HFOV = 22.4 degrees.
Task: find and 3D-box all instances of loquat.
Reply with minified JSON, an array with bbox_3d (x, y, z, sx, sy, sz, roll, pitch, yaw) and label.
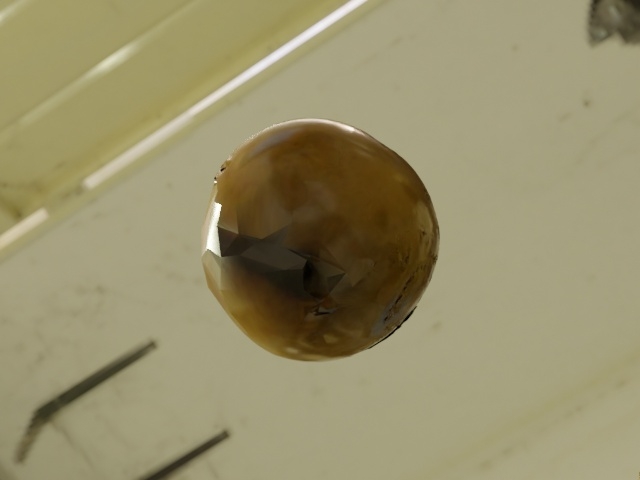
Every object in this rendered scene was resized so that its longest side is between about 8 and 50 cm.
[{"bbox_3d":[0.000,0.000,1.553,0.235,0.235,0.235,54,-167,-18],"label":"loquat"}]

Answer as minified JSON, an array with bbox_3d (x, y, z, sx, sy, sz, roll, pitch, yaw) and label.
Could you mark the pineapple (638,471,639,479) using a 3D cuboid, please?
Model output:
[{"bbox_3d":[0.283,0.237,1.355,0.114,0.077,0.114,41,-175,-11],"label":"pineapple"}]
